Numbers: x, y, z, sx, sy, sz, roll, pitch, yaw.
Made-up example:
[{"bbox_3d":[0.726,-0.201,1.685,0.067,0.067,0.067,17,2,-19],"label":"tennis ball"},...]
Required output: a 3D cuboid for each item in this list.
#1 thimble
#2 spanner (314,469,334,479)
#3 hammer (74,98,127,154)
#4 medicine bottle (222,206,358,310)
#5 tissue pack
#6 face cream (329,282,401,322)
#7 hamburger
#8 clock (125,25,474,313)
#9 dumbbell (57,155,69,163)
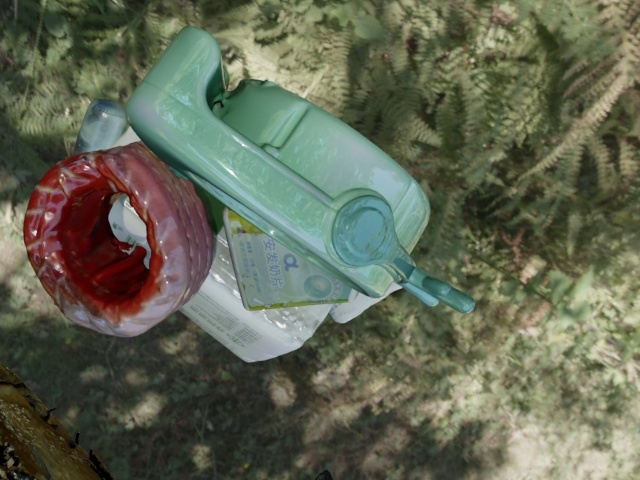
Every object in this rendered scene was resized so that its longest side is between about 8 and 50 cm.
[{"bbox_3d":[-0.205,-0.001,0.760,0.163,0.125,0.189,-15,97,12],"label":"thimble"},{"bbox_3d":[0.025,0.316,0.763,0.046,0.208,0.012,-40,119,4],"label":"spanner"},{"bbox_3d":[-0.324,-0.172,1.281,0.194,0.069,0.116,13,112,-35],"label":"hammer"},{"bbox_3d":[0.000,0.000,0.809,0.189,0.088,0.132,-6,113,10],"label":"medicine bottle"},{"bbox_3d":[-0.155,-0.006,1.031,0.356,0.266,0.194,40,66,-9],"label":"tissue pack"},{"bbox_3d":[0.092,0.082,1.521,0.206,0.206,0.111,-31,81,-10],"label":"face cream"},{"bbox_3d":[-0.222,0.142,0.463,0.107,0.231,0.231,-49,127,-18],"label":"hamburger"},{"bbox_3d":[-0.005,-0.026,0.420,0.211,0.159,0.066,34,86,-5],"label":"clock"},{"bbox_3d":[-0.553,-0.178,1.653,0.083,0.036,0.040,-12,130,20],"label":"dumbbell"}]
